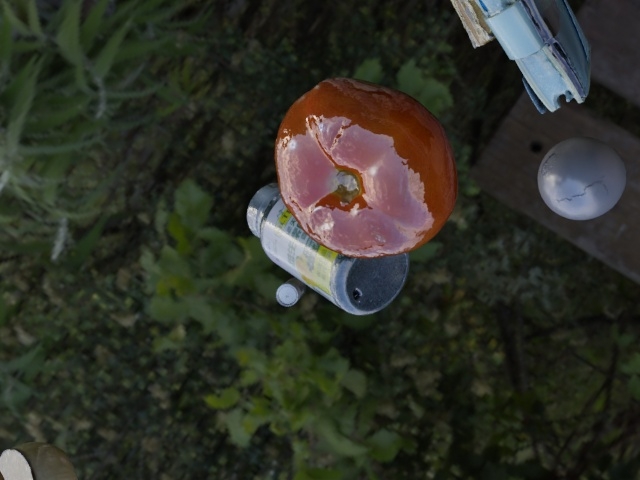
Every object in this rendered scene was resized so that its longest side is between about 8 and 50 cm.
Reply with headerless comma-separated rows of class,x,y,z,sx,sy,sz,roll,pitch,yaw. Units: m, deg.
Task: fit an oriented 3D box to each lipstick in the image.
lipstick,-0.050,0.089,1.802,0.040,0.040,0.141,34,-176,3

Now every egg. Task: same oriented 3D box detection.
egg,0.453,-0.108,1.802,0.146,0.146,0.199,33,-156,18

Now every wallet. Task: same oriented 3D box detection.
wallet,0.243,-0.289,1.228,0.075,0.176,0.250,-21,120,30

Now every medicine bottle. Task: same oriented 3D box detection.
medicine bottle,0.000,0.000,1.626,0.141,0.141,0.293,39,175,-41

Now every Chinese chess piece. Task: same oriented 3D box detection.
Chinese chess piece,-0.604,0.555,2.178,0.104,0.257,0.257,6,-165,-41

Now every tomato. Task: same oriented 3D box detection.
tomato,0.065,-0.103,1.393,0.260,0.259,0.180,34,-144,10

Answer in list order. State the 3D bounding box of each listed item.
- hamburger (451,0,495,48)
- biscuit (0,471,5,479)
hamburger,0.355,-0.546,2.277,0.207,0.155,0.135,53,173,-4
biscuit,-0.672,0.434,1.763,0.289,0.202,0.044,14,131,9
